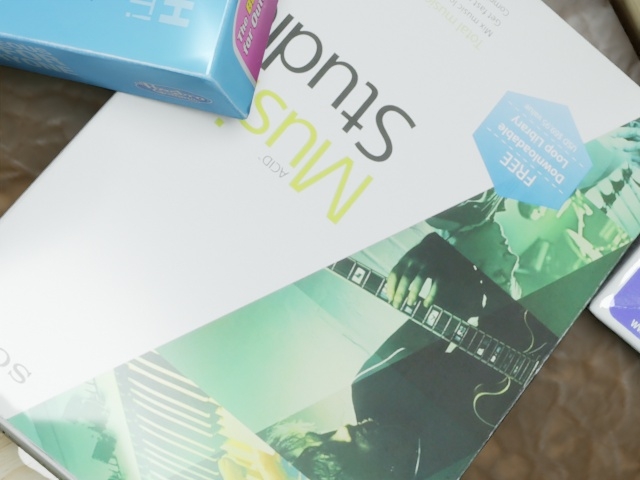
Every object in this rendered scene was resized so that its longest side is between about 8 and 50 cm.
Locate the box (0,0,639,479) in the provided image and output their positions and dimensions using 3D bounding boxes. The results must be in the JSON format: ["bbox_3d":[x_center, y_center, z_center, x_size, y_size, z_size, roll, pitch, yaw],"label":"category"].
[{"bbox_3d":[0.000,0.000,0.657,0.232,0.058,0.322,40,74,-3],"label":"box"}]

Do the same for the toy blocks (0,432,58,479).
[{"bbox_3d":[-0.098,0.165,0.701,0.261,0.191,0.381,-29,87,-7],"label":"toy blocks"}]

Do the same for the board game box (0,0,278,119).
[{"bbox_3d":[-0.109,-0.232,0.622,0.242,0.064,0.316,13,82,13],"label":"board game box"}]

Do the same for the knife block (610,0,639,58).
[{"bbox_3d":[0.127,-0.214,0.669,0.242,0.088,0.275,17,99,1],"label":"knife block"}]

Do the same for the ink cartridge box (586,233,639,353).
[{"bbox_3d":[0.278,0.020,0.716,0.206,0.045,0.208,40,99,-3],"label":"ink cartridge box"}]
